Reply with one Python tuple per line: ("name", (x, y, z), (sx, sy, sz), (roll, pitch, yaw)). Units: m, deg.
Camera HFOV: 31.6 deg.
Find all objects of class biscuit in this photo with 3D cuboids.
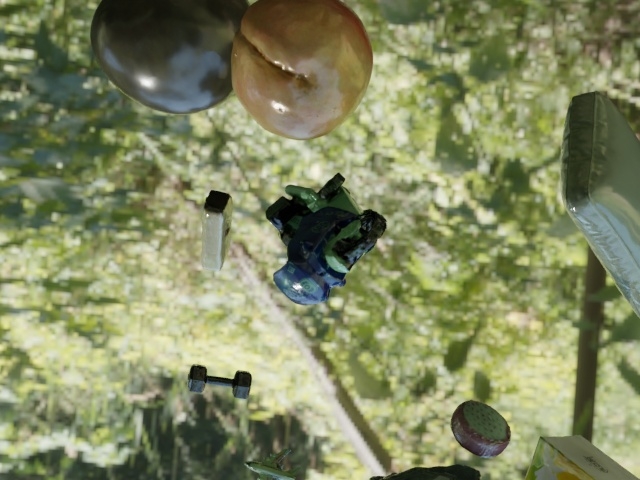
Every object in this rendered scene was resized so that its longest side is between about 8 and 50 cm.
("biscuit", (-0.189, -0.014, 2.031), (0.052, 0.056, 0.188), (11, 143, 3))

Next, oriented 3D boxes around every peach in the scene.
("peach", (-0.022, -0.208, 1.338), (0.184, 0.184, 0.184), (5, 176, 0))

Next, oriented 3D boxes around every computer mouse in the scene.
("computer mouse", (0.158, 0.467, 1.902), (0.199, 0.115, 0.389), (-23, -175, -24))

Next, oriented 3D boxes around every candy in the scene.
("candy", (0.260, 0.308, 1.846), (0.103, 0.043, 0.103), (23, -149, -14))

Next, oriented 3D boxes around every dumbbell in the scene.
("dumbbell", (-0.132, 0.183, 1.474), (0.083, 0.040, 0.036), (9, -150, -9))

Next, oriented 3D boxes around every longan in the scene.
("longan", (-0.230, -0.320, 1.783), (0.258, 0.258, 0.258), (5, 176, 0))

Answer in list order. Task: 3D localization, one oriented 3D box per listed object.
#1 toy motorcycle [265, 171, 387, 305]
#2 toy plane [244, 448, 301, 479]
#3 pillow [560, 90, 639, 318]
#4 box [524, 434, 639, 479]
("toy motorcycle", (0.000, 0.000, 1.815), (0.125, 0.196, 0.331), (48, 180, -19))
("toy plane", (-0.096, 0.453, 2.216), (0.111, 0.102, 0.040), (17, 164, -1))
("pillow", (0.469, -0.051, 1.758), (0.120, 0.255, 0.322), (-16, 133, 31))
("box", (0.421, 0.481, 1.878), (0.111, 0.260, 0.194), (8, -164, -34))
